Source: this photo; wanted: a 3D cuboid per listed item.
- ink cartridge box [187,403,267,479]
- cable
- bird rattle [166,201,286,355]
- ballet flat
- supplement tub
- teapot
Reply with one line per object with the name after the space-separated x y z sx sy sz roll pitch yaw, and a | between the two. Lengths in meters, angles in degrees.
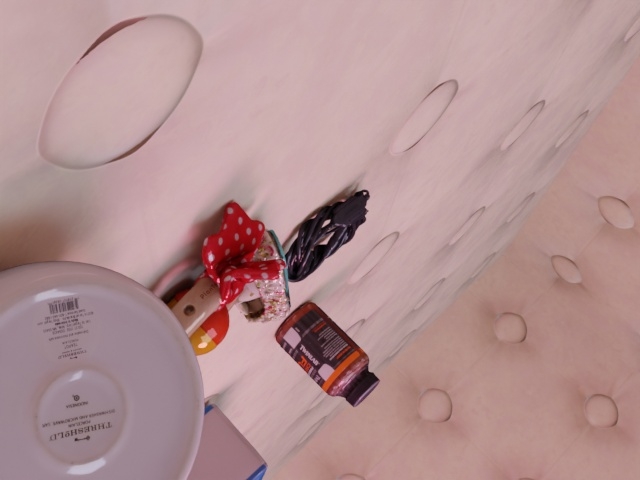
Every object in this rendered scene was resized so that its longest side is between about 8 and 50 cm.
-0.275 0.520 1.578 0.285 0.166 0.395 -38 163 -28 | ink cartridge box
0.000 0.000 1.236 0.184 0.047 0.150 -40 169 -31 | cable
-0.150 0.080 0.961 0.253 0.143 0.207 -57 180 -13 | bird rattle
-0.081 0.062 1.095 0.077 0.091 0.241 -23 157 -9 | ballet flat
0.017 0.214 1.520 0.106 0.198 0.106 -42 164 -15 | supplement tub
-0.236 0.138 0.667 0.187 0.256 0.252 -8 -134 49 | teapot
